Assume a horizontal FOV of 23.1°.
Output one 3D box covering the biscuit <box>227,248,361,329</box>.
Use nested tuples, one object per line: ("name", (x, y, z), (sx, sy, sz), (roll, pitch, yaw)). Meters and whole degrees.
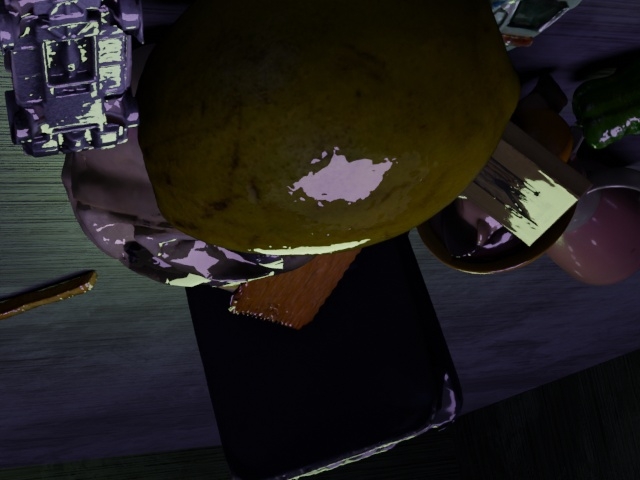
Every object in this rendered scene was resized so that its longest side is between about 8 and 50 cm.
("biscuit", (0.000, 0.000, 1.855), (0.237, 0.013, 0.232), (-56, 155, 5))

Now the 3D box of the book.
("book", (0.147, -0.093, 1.553), (0.026, 0.231, 0.161), (-52, 178, -20))

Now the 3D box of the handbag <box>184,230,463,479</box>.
("handbag", (0.000, 0.128, 2.029), (0.303, 0.329, 0.122), (-21, 165, 18))

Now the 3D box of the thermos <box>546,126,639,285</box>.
("thermos", (0.336, -0.045, 1.980), (0.176, 0.146, 0.265), (-10, 161, 22))

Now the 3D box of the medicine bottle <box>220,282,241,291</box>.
("medicine bottle", (-0.104, -0.004, 1.830), (0.122, 0.122, 0.212), (-16, 165, 19))

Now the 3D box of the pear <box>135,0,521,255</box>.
("pear", (0.000, -0.116, 1.235), (0.307, 0.253, 0.253), (-13, 166, 5))

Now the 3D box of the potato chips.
("potato chips", (-0.390, 0.079, 2.130), (0.204, 0.026, 0.037), (-15, 152, 17))

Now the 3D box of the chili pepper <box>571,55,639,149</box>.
("chili pepper", (0.391, -0.166, 1.675), (0.253, 0.083, 0.099), (-15, 167, -4))

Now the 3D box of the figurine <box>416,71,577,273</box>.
("figurine", (0.203, -0.060, 1.730), (0.192, 0.167, 0.257), (-43, 172, -16))

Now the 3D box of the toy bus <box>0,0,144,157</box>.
("toy bus", (-0.185, -0.166, 1.108), (0.097, 0.138, 0.342), (-10, 165, -11))

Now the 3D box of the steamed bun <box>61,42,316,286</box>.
("steamed bun", (-0.095, -0.056, 1.480), (0.275, 0.206, 0.320), (-21, 167, 28))

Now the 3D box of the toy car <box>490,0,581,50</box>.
("toy car", (0.164, -0.201, 1.405), (0.093, 0.058, 0.186), (3, 161, -38))
